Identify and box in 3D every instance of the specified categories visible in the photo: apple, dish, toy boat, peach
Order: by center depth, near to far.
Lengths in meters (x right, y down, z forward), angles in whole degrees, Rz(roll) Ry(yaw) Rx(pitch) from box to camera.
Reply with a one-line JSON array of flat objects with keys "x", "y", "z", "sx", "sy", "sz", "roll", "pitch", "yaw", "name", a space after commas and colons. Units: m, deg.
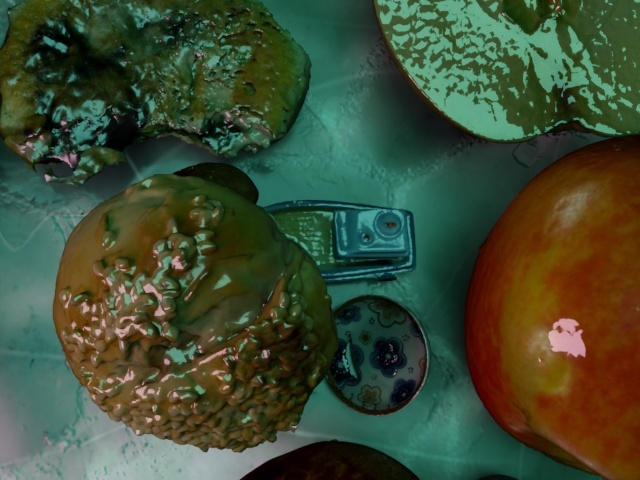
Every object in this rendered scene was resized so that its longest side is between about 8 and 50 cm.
[{"x": 0.334, "y": 0.070, "z": 0.804, "sx": 0.388, "sy": 0.388, "sz": 0.388, "roll": 1, "pitch": 82, "yaw": -7, "name": "peach"}, {"x": 0.243, "y": -0.280, "z": 0.887, "sx": 0.311, "sy": 0.320, "sz": 0.360, "roll": -5, "pitch": 86, "yaw": -46, "name": "apple"}, {"x": 0.000, "y": 0.000, "z": 0.907, "sx": 0.238, "sy": 0.098, "sz": 0.109, "roll": -1, "pitch": 79, "yaw": -7, "name": "toy boat"}, {"x": 0.078, "y": 0.133, "z": 0.916, "sx": 0.141, "sy": 0.078, "sz": 0.141, "roll": -1, "pitch": 88, "yaw": 30, "name": "dish"}]

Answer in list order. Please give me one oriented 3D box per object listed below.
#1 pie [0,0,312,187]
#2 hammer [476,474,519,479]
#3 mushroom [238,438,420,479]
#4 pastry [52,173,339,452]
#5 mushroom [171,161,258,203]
[{"x": -0.196, "y": -0.211, "z": 0.906, "sx": 0.371, "sy": 0.078, "sz": 0.296, "roll": -11, "pitch": 72, "yaw": -14, "name": "pie"}, {"x": 0.141, "y": 0.424, "z": 0.839, "sx": 0.119, "sy": 0.206, "sz": 0.335, "roll": 26, "pitch": 96, "yaw": 27, "name": "hammer"}, {"x": -0.005, "y": 0.325, "z": 0.776, "sx": 0.163, "sy": 0.297, "sz": 0.278, "roll": 25, "pitch": 39, "yaw": -35, "name": "mushroom"}, {"x": -0.129, "y": 0.097, "z": 0.788, "sx": 0.284, "sy": 0.184, "sz": 0.316, "roll": -28, "pitch": 114, "yaw": 13, "name": "pastry"}, {"x": -0.130, "y": -0.043, "z": 0.884, "sx": 0.127, "sy": 0.127, "sz": 0.087, "roll": -8, "pitch": 87, "yaw": -8, "name": "mushroom"}]
